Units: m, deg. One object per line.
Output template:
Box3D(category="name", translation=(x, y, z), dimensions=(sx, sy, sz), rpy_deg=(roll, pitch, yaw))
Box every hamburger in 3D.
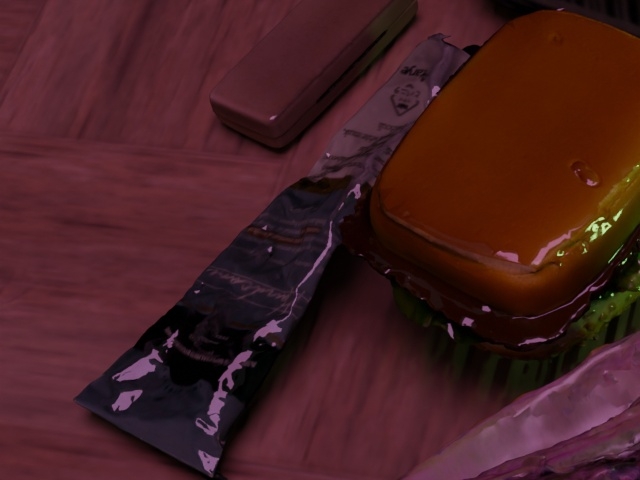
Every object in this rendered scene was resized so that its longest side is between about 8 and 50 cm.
Box3D(category="hamburger", translation=(0.099, -0.015, 0.782), dimensions=(0.137, 0.087, 0.166), rpy_deg=(32, 65, 31))

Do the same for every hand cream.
Box3D(category="hand cream", translation=(0.001, 0.000, 0.826), dimensions=(0.075, 0.052, 0.248), rpy_deg=(13, 57, 50))

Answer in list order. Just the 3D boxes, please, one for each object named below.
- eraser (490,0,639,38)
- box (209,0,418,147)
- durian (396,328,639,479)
Box3D(category="eraser", translation=(0.211, -0.141, 0.814), dimensions=(0.332, 0.155, 0.101), rpy_deg=(23, 57, 29))
Box3D(category="box", translation=(-0.002, -0.093, 0.910), dimensions=(0.048, 0.025, 0.115), rpy_deg=(24, 59, 34))
Box3D(category="durian", translation=(0.108, 0.097, 0.665), dimensions=(0.260, 0.154, 0.186), rpy_deg=(-18, 27, 5))
